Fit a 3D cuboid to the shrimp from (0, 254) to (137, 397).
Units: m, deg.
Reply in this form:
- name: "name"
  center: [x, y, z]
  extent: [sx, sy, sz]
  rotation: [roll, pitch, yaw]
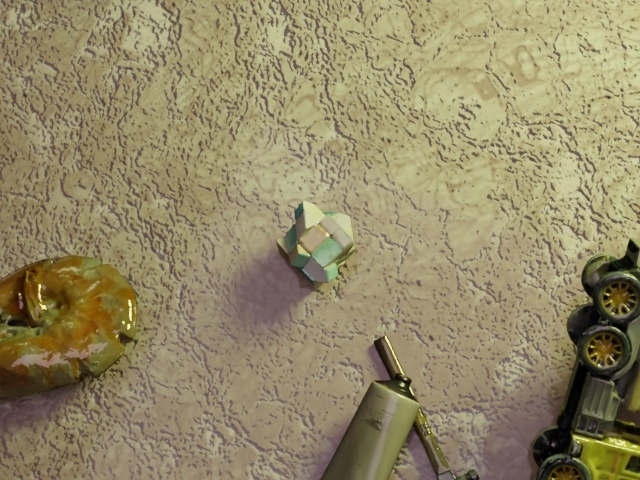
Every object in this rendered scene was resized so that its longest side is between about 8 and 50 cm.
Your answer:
- name: "shrimp"
  center: [-0.337, 0.101, 1.400]
  extent: [0.294, 0.062, 0.154]
  rotation: [-15, 62, -2]

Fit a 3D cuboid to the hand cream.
- name: "hand cream"
  center: [0.045, 0.220, 1.328]
  extent: [0.087, 0.054, 0.186]
  rotation: [23, 85, 40]

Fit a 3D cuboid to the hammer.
- name: "hammer"
  center: [0.097, 0.183, 1.361]
  extent: [0.062, 0.017, 0.182]
  rotation: [-26, 73, -3]

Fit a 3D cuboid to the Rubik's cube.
- name: "Rubik's cube"
  center: [-0.003, 0.000, 1.388]
  extent: [0.075, 0.073, 0.084]
  rotation: [28, 81, 10]

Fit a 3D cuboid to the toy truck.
- name: "toy truck"
  center: [0.305, 0.143, 1.258]
  extent: [0.157, 0.124, 0.272]
  rotation: [15, 99, 3]
